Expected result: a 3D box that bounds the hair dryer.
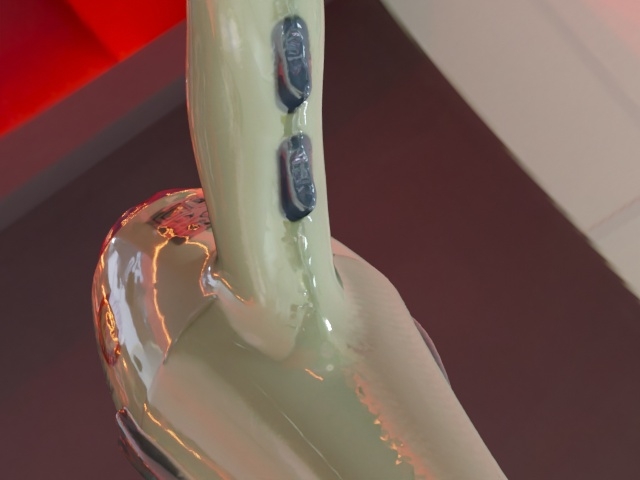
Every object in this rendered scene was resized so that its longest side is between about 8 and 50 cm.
[{"bbox_3d":[0.016,0.038,0.421,0.296,0.119,0.298,56,-25,27],"label":"hair dryer"}]
